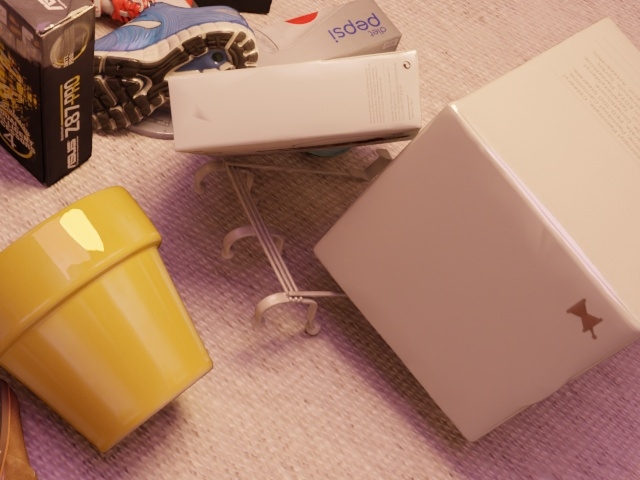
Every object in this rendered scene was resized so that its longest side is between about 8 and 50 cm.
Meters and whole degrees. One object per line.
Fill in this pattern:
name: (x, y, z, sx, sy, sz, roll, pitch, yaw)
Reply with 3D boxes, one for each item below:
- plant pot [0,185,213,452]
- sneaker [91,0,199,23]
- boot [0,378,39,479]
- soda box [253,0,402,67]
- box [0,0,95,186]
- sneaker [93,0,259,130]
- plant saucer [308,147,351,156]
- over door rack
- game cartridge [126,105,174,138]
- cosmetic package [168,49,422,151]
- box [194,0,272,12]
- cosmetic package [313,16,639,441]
plant pot: (-0.260, 0.105, 1.232, 0.254, 0.254, 0.239, -36, 88, -33)
sneaker: (-0.301, -0.357, 1.620, 0.145, 0.090, 0.270, -33, 67, -31)
boot: (-0.344, 0.298, 1.171, 0.115, 0.112, 0.305, 22, 42, -39)
soda box: (-0.019, -0.288, 1.650, 0.286, 0.091, 0.098, -23, 65, -28)
box: (-0.458, -0.299, 1.391, 0.395, 0.318, 0.097, 42, 57, 13)
sneaker: (-0.253, -0.260, 1.527, 0.330, 0.129, 0.147, -12, 38, 1)
plant saucer: (-0.002, -0.170, 1.617, 0.119, 0.021, 0.119, 8, 55, -12)
over door rack: (0.000, 0.000, 1.462, 0.324, 0.108, 0.239, -7, 59, -37)
game cartridge: (-0.250, -0.178, 1.555, 0.083, 0.017, 0.056, 15, 50, -6)
cosmetic package: (-0.017, -0.165, 1.362, 0.284, 0.377, 0.097, -3, 93, 5)
box: (-0.176, -0.508, 1.749, 0.184, 0.103, 0.261, 0, 56, -12)
cosmetic package: (0.282, -0.021, 1.346, 0.394, 0.329, 0.327, -32, 80, -43)
